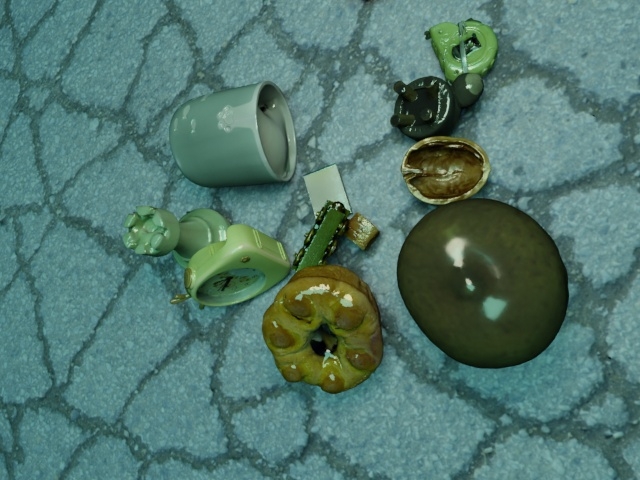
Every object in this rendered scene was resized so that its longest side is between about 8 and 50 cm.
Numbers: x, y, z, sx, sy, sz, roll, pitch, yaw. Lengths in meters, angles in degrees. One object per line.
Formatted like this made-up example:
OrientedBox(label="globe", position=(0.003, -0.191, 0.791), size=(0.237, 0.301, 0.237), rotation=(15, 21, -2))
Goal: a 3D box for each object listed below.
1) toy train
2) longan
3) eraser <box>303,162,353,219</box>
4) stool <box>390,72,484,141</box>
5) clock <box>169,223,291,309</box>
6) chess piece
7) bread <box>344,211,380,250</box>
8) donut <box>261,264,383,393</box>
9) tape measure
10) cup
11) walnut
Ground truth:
OrientedBox(label="toy train", position=(0.000, 0.000, 1.112), size=(0.090, 0.137, 0.225), rotation=(28, 97, -4))
OrientedBox(label="longan", position=(0.335, 0.087, 0.914), size=(0.362, 0.361, 0.360), rotation=(-2, 84, 17))
OrientedBox(label="eraser", position=(0.021, -0.127, 1.189), size=(0.104, 0.023, 0.150), rotation=(-19, 79, 14))
OrientedBox(label="stool", position=(0.270, -0.343, 1.054), size=(0.228, 0.139, 0.153), rotation=(-45, 64, 26))
OrientedBox(label="clock", position=(-0.251, 0.091, 1.147), size=(0.308, 0.235, 0.096), rotation=(-33, 60, 16))
OrientedBox(label="chess piece", position=(-0.377, -0.010, 1.153), size=(0.195, 0.299, 0.194), rotation=(-2, 83, 17))
OrientedBox(label="bread", position=(0.106, -0.023, 1.125), size=(0.083, 0.077, 0.070), rotation=(40, 93, 16))
OrientedBox(label="donut", position=(0.013, 0.216, 1.036), size=(0.300, 0.150, 0.317), rotation=(29, 117, -2))
OrientedBox(label="tape measure", position=(0.366, -0.477, 1.088), size=(0.154, 0.087, 0.177), rotation=(-19, 81, 14))
OrientedBox(label="cup", position=(-0.231, -0.313, 1.190), size=(0.275, 0.259, 0.356), rotation=(-5, 52, 17))
OrientedBox(label="walnut", position=(0.308, -0.169, 1.073), size=(0.212, 0.087, 0.166), rotation=(3, 90, 13))
